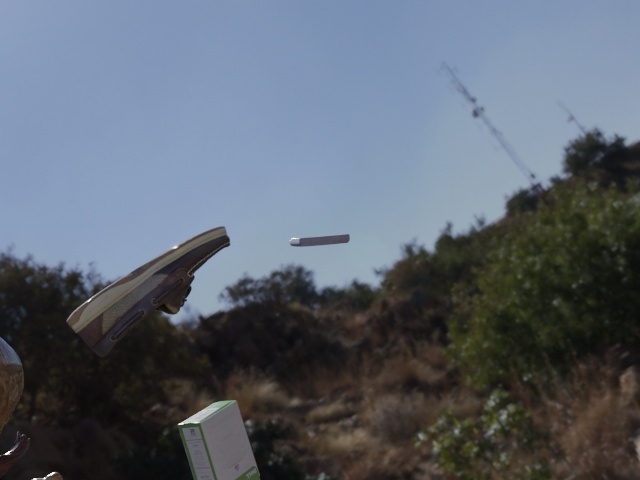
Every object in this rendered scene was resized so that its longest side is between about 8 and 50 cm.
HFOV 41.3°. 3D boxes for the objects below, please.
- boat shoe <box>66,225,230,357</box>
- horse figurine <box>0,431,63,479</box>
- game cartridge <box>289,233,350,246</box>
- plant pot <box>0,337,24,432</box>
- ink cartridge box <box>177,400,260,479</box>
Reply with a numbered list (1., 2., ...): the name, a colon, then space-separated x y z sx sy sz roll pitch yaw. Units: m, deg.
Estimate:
1. boat shoe: -0.250 0.076 1.318 0.285 0.092 0.103 -35 5 -28
2. horse figurine: -0.338 0.277 0.825 0.175 0.066 0.263 -9 14 -14
3. game cartridge: 0.000 0.000 1.314 0.083 0.017 0.056 -5 -2 -20
4. plant pot: -0.585 0.240 1.443 0.237 0.237 0.110 -40 -19 27
5. ink cartridge box: -0.177 0.411 1.556 0.062 0.209 0.109 -15 4 33
